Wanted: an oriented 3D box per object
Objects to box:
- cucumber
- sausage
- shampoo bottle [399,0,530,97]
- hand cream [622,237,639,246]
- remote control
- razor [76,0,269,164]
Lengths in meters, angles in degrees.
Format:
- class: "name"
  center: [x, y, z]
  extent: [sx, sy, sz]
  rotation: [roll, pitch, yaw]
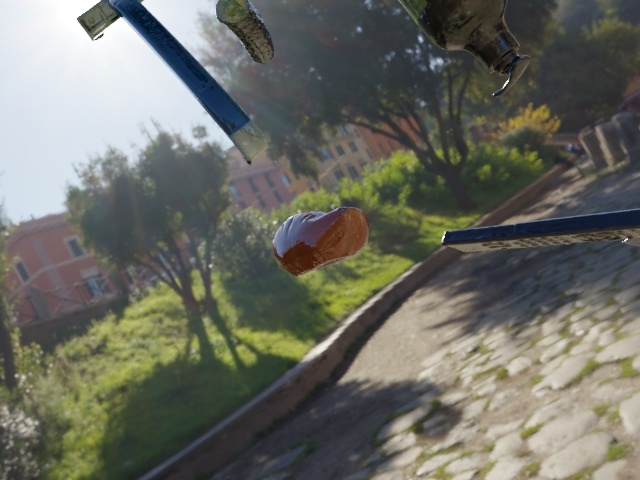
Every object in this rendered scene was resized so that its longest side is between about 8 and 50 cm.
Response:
- class: "cucumber"
  center: [-0.113, -0.339, 1.113]
  extent: [0.058, 0.052, 0.214]
  rotation: [-33, -11, 6]
- class: "sausage"
  center: [0.000, 0.000, 0.913]
  extent: [0.089, 0.089, 0.179]
  rotation: [-28, 5, -36]
- class: "shampoo bottle"
  center: [0.138, -0.294, 0.770]
  extent: [0.101, 0.284, 0.101]
  rotation: [-35, -9, -6]
- class: "hand cream"
  center: [0.379, -0.017, 0.767]
  extent: [0.030, 0.019, 0.093]
  rotation: [11, -35, -3]
- class: "remote control"
  center: [0.238, -0.009, 0.652]
  extent: [0.245, 0.025, 0.063]
  rotation: [-6, -7, 35]
- class: "razor"
  center: [-0.100, -0.124, 0.466]
  extent: [0.068, 0.191, 0.037]
  rotation: [-40, -25, -6]
